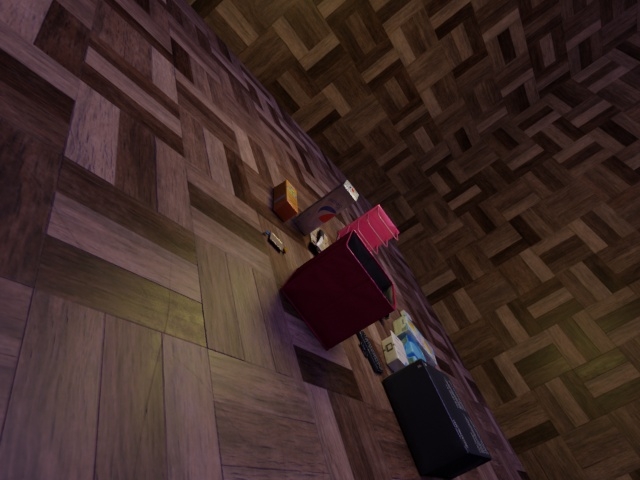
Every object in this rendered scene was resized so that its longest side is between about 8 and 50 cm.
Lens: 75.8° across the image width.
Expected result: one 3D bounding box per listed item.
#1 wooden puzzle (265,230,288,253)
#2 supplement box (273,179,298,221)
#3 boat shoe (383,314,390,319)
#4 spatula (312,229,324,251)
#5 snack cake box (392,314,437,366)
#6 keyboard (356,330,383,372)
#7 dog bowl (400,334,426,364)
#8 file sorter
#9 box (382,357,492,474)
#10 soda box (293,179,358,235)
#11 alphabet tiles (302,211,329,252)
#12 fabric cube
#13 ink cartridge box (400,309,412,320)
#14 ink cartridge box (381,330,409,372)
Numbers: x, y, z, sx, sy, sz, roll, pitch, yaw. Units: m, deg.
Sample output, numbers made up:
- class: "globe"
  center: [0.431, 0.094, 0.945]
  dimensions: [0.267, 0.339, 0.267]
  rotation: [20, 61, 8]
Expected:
- class: "wooden puzzle"
  center: [-0.158, 0.006, 1.462]
  dimensions: [0.116, 0.014, 0.078]
  rotation: [50, 11, -16]
- class: "supplement box"
  center: [-0.149, -0.173, 1.752]
  dimensions: [0.078, 0.080, 0.233]
  rotation: [49, 13, -28]
- class: "boat shoe"
  center: [0.270, 0.286, 2.028]
  dimensions: [0.233, 0.084, 0.079]
  rotation: [57, 11, 0]
- class: "spatula"
  center: [0.000, 0.000, 1.890]
  dimensions: [0.084, 0.030, 0.296]
  rotation: [52, 15, -13]
- class: "snack cake box"
  center: [0.492, 0.538, 2.154]
  dimensions: [0.264, 0.089, 0.152]
  rotation: [51, 14, -12]
- class: "keyboard"
  center: [0.187, 0.425, 1.591]
  dimensions: [0.108, 0.023, 0.180]
  rotation: [32, 26, -55]
- class: "dog bowl"
  center: [0.437, 0.576, 1.933]
  dimensions: [0.166, 0.074, 0.297]
  rotation: [49, 15, -20]
- class: "file sorter"
  center: [0.258, -0.019, 2.268]
  dimensions: [0.202, 0.291, 0.182]
  rotation: [52, 18, -10]
- class: "box"
  center: [0.425, 0.657, 1.515]
  dimensions: [0.312, 0.179, 0.343]
  rotation: [41, 20, -45]
- class: "soda box"
  center: [0.024, -0.140, 1.792]
  dimensions: [0.091, 0.286, 0.098]
  rotation: [52, 23, -10]
- class: "alphabet tiles"
  center: [-0.016, -0.017, 1.956]
  dimensions: [0.198, 0.009, 0.237]
  rotation: [47, 16, -28]
- class: "fabric cube"
  center: [0.069, 0.155, 1.361]
  dimensions: [0.259, 0.258, 0.254]
  rotation: [53, 14, -5]
- class: "ink cartridge box"
  center: [0.528, 0.469, 2.530]
  dimensions: [0.083, 0.028, 0.048]
  rotation: [43, 19, -36]
- class: "ink cartridge box"
  center: [0.325, 0.492, 1.792]
  dimensions: [0.104, 0.060, 0.180]
  rotation: [48, 17, -22]
